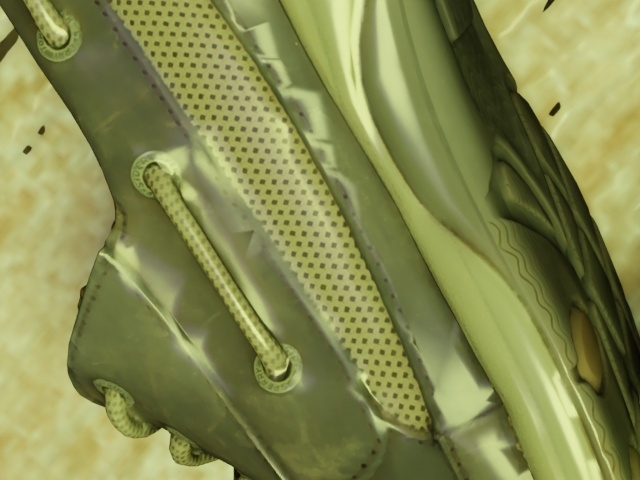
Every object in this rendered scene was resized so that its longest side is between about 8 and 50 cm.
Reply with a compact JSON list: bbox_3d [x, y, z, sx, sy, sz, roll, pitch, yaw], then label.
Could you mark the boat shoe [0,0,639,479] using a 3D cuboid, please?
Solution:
[{"bbox_3d":[0.000,0.000,0.436,0.130,0.132,0.355,-22,95,17],"label":"boat shoe"}]
